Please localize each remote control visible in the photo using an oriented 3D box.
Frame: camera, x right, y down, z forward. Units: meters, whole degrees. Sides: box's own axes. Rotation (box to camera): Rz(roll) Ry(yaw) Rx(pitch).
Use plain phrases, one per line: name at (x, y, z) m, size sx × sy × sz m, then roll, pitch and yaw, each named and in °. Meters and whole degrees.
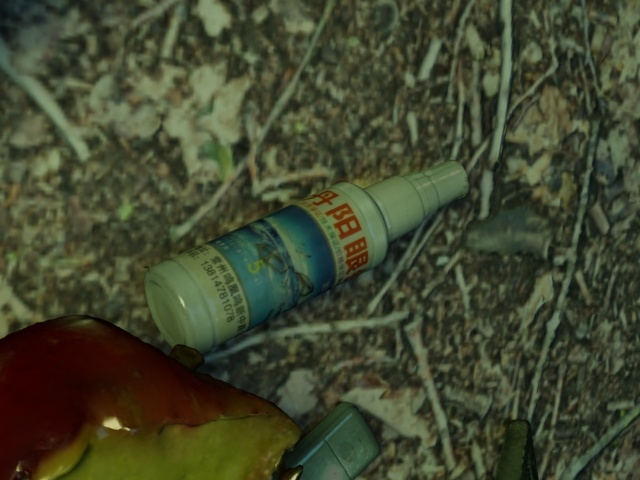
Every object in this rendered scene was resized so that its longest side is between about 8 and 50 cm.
remote control at (-0.013, 0.162, 0.683) m, size 0.124 × 0.018 × 0.053 m, roll -42°, pitch 120°, yaw -19°

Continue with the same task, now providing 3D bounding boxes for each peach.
peach at (-0.153, 0.158, 0.504) m, size 0.158 × 0.154 × 0.267 m, roll 25°, pitch 94°, yaw -37°

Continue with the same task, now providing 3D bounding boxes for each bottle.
bottle at (0.000, 0.000, 0.628) m, size 0.217 × 0.060 × 0.060 m, roll -26°, pitch 115°, yaw -28°

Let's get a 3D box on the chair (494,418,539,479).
chair at (0.074, 0.254, 0.714) m, size 0.270 × 0.147 × 0.136 m, roll -67°, pitch 147°, yaw -60°
